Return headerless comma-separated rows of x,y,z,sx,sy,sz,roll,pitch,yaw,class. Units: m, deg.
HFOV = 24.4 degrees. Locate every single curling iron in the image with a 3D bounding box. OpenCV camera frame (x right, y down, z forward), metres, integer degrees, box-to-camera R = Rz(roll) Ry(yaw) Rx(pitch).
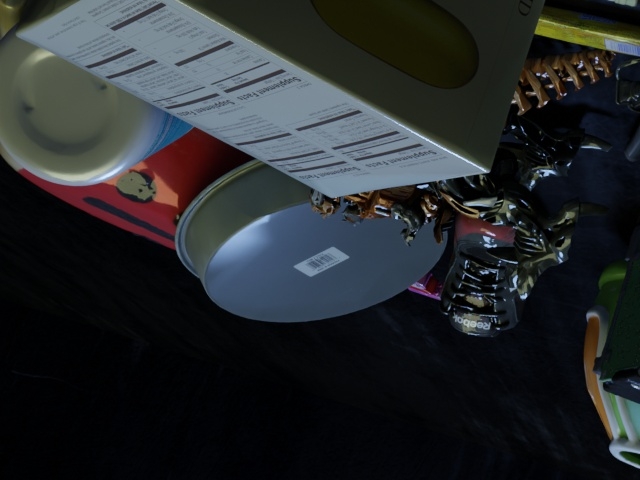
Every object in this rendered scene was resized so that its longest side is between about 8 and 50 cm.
0.263,-0.104,1.182,0.068,0.035,0.274,-2,172,8,curling iron

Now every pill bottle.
-0.176,-0.141,1.288,0.146,0.146,0.264,18,-164,7,pill bottle

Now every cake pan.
0.000,0.000,1.508,0.293,0.054,0.293,-10,150,-6,cake pan

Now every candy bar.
0.199,-0.159,1.112,0.161,0.018,0.040,15,169,18,candy bar

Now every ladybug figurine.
-0.169,-0.094,1.579,0.449,0.162,0.305,25,165,-20,ladybug figurine

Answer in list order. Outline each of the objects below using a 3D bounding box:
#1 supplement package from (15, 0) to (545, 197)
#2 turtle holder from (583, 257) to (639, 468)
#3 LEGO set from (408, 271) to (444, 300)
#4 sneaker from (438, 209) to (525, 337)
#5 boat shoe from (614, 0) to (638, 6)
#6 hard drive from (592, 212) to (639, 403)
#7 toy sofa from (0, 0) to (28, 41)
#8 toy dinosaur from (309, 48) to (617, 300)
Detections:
-0.016,-0.176,0.960,0.262,0.199,0.198,26,164,-26,supplement package
0.425,0.142,1.525,0.320,0.227,0.243,22,166,-6,turtle holder
0.051,-0.016,1.752,0.227,0.087,0.093,18,165,34,LEGO set
0.187,0.034,1.638,0.097,0.135,0.276,18,165,13,sneaker
0.184,-0.192,0.933,0.048,0.056,0.153,12,173,11,boat shoe
0.324,-0.002,1.086,0.064,0.237,0.339,23,165,-11,hard drive
-0.405,-0.263,1.224,0.362,0.177,0.150,22,167,-7,toy sofa
0.124,-0.071,1.264,0.218,0.164,0.322,30,164,-24,toy dinosaur
